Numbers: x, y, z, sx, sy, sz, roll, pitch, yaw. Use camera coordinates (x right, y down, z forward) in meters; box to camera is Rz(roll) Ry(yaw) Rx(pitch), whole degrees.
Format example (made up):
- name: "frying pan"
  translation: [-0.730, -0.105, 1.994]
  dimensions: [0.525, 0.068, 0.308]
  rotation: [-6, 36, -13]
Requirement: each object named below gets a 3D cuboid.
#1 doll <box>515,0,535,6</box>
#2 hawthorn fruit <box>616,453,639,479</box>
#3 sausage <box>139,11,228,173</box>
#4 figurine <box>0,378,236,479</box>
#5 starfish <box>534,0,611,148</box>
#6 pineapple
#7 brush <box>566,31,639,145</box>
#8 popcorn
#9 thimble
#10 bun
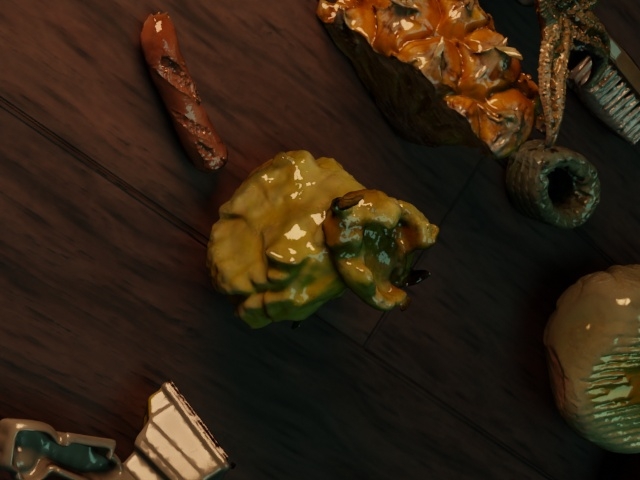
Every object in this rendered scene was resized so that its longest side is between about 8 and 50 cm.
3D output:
- name: "doll"
  translation: [0.165, -0.412, 1.271]
  dimensions: [0.376, 0.187, 0.365]
  rotation: [11, 92, -21]
- name: "hawthorn fruit"
  translation: [0.449, 0.298, 1.734]
  dimensions: [0.251, 0.199, 0.199]
  rotation: [-23, 118, -14]
- name: "sausage"
  translation: [-0.123, -0.128, 1.262]
  dimensions: [0.036, 0.042, 0.157]
  rotation: [-15, 119, 11]
- name: "figurine"
  translation: [-0.206, 0.275, 1.276]
  dimensions: [0.309, 0.143, 0.308]
  rotation: [3, 85, -34]
- name: "starfish"
  translation: [0.221, -0.204, 1.277]
  dimensions: [0.213, 0.057, 0.238]
  rotation: [32, 77, -57]
- name: "pineapple"
  translation: [0.108, -0.160, 1.349]
  dimensions: [0.114, 0.186, 0.236]
  rotation: [-38, 82, -13]
- name: "brush"
  translation: [0.272, -0.206, 1.501]
  dimensions: [0.065, 0.070, 0.327]
  rotation: [-47, 126, -1]
- name: "popcorn"
  translation: [-0.008, 0.006, 1.287]
  dimensions: [0.168, 0.195, 0.173]
  rotation: [-42, 130, -27]
- name: "thimble"
  translation: [0.249, -0.063, 1.530]
  dimensions: [0.084, 0.062, 0.110]
  rotation: [-51, 128, -11]
- name: "bun"
  translation: [0.363, 0.120, 1.622]
  dimensions: [0.244, 0.153, 0.243]
  rotation: [-11, 126, -15]
